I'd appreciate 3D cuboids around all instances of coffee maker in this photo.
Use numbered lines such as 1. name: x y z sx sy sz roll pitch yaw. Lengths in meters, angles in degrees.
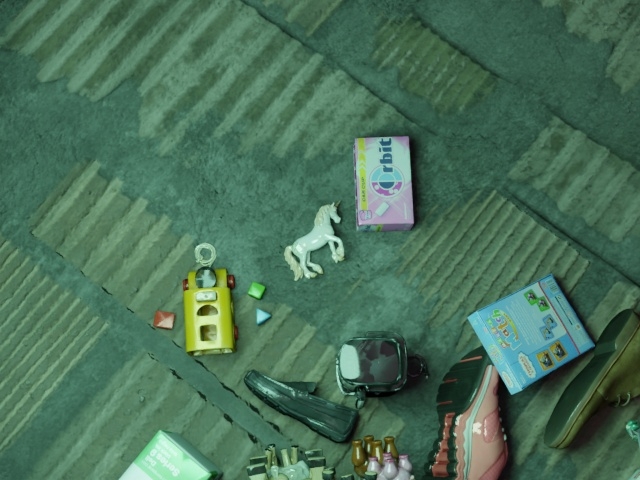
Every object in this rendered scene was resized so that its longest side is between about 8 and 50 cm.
1. coffee maker: 0.112 0.219 1.579 0.171 0.178 0.120 -22 78 -6

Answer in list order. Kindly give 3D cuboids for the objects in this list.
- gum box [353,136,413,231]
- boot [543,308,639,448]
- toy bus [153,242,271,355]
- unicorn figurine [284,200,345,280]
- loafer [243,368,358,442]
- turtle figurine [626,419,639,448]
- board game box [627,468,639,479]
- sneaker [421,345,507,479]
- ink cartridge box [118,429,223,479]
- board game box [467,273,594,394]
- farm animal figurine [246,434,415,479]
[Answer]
1. gum box: 0.122 -0.115 1.720 0.107 0.062 0.189 -1 76 -2
2. boot: 0.529 0.277 1.616 0.115 0.112 0.305 41 77 -2
3. toy bus: -0.208 0.119 1.635 0.202 0.104 0.191 38 78 7
4. unicorn figurine: 0.000 0.000 1.691 0.161 0.060 0.111 -30 79 -8
5. loafer: -0.035 0.292 1.615 0.223 0.076 0.078 29 72 1
6. turtle figurine: 0.633 0.369 1.565 0.175 0.118 0.234 20 57 23
7. board game box: 0.542 0.585 1.561 0.305 0.053 0.193 -41 79 -10
8. sneaker: 0.284 0.349 1.604 0.136 0.116 0.314 27 69 -23
9. ink cartridge box: -0.310 0.474 1.491 0.121 0.211 0.289 38 78 7
10. board game box: 0.392 0.169 1.624 0.211 0.039 0.160 -21 76 -34
11. farm animal figurine: 0.008 0.436 1.421 0.326 0.330 0.172 -7 87 14
